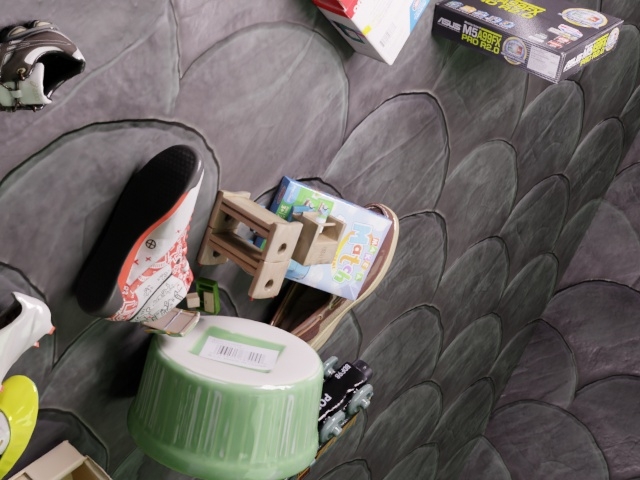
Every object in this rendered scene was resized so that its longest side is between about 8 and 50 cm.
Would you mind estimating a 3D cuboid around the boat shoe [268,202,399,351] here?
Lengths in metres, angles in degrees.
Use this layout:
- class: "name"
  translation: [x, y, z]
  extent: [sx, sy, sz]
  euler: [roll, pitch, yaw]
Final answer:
- class: "boat shoe"
  translation: [0.017, 0.065, 1.622]
  extent: [0.342, 0.123, 0.123]
  euler: [-51, 150, -2]

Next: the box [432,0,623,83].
- class: "box"
  translation: [0.374, -0.389, 1.601]
  extent: [0.216, 0.270, 0.060]
  euler: [-32, 140, -37]

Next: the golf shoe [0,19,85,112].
- class: "golf shoe"
  translation: [-0.341, -0.167, 0.932]
  extent: [0.198, 0.094, 0.077]
  euler: [-41, 145, -26]

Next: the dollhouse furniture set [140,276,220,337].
- class: "dollhouse furniture set"
  translation: [-0.210, 0.119, 1.356]
  extent: [0.152, 0.076, 0.059]
  euler: [-53, 150, -54]

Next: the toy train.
- class: "toy train"
  translation: [-0.018, 0.385, 1.836]
  extent: [0.334, 0.142, 0.190]
  euler: [-40, 156, -32]

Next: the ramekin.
- class: "ramekin"
  translation: [-0.139, 0.233, 1.373]
  extent: [0.303, 0.303, 0.148]
  euler: [-8, 115, -52]

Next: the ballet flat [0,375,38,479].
- class: "ballet flat"
  translation: [-0.440, 0.283, 1.138]
  extent: [0.231, 0.077, 0.077]
  euler: [-60, 169, 5]

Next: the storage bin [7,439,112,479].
- class: "storage bin"
  translation: [-0.431, 0.475, 1.315]
  extent: [0.262, 0.123, 0.260]
  euler: [-34, 141, -35]

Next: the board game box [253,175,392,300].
- class: "board game box"
  translation: [0.000, 0.000, 1.518]
  extent: [0.211, 0.039, 0.160]
  euler: [20, 100, -28]

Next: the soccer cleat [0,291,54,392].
- class: "soccer cleat"
  translation: [-0.423, 0.152, 1.118]
  extent: [0.196, 0.068, 0.076]
  euler: [-54, 134, -12]

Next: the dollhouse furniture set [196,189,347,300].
- class: "dollhouse furniture set"
  translation: [-0.077, 0.005, 1.419]
  extent: [0.183, 0.129, 0.129]
  euler: [-2, 118, -55]

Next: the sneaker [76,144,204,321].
- class: "sneaker"
  translation: [-0.223, -0.003, 1.246]
  extent: [0.270, 0.090, 0.145]
  euler: [-58, 150, 4]

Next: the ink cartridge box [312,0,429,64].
- class: "ink cartridge box"
  translation: [0.071, -0.385, 1.352]
  extent: [0.134, 0.078, 0.231]
  euler: [-59, 149, -2]
